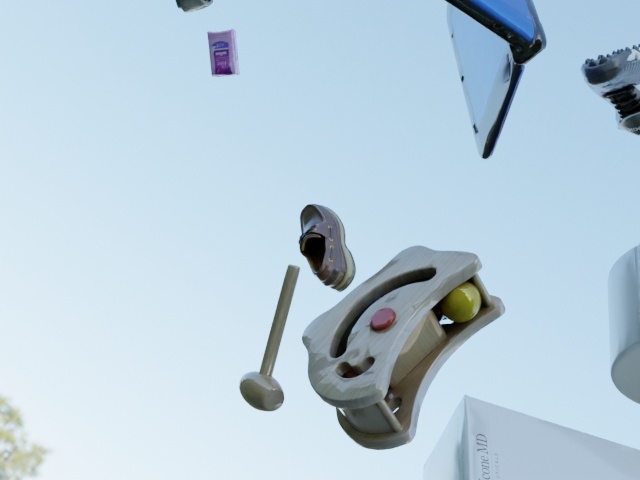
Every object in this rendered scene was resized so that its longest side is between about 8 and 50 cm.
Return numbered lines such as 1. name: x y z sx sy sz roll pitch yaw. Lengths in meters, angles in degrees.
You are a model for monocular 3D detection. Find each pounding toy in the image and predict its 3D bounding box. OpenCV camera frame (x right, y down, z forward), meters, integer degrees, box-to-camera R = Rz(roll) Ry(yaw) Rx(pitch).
1. pounding toy: 0.047 0.093 0.902 0.154 0.270 0.154 58 -11 -30

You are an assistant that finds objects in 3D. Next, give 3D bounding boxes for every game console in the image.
1. game console: 0.136 -0.281 1.039 0.250 0.293 0.173 23 -47 -31

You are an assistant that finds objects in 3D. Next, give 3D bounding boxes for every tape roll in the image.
1. tape roll: 0.544 0.124 1.322 0.246 0.169 0.246 8 -37 6

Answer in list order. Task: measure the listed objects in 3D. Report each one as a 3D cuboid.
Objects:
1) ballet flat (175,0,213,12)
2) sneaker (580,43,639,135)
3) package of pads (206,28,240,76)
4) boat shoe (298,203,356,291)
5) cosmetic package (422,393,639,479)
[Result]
1. ballet flat: -0.223 -0.462 1.449 0.068 0.072 0.213 -8 -47 12
2. sneaker: 0.403 -0.189 1.177 0.078 0.234 0.106 -15 -93 32
3. package of pads: -0.176 -0.339 1.655 0.050 0.032 0.083 -3 -83 12
4. boat shoe: 0.000 0.001 1.368 0.060 0.178 0.064 23 -61 -33
5. cosmetic package: 0.315 0.351 1.106 0.366 0.197 0.155 18 -57 -7
